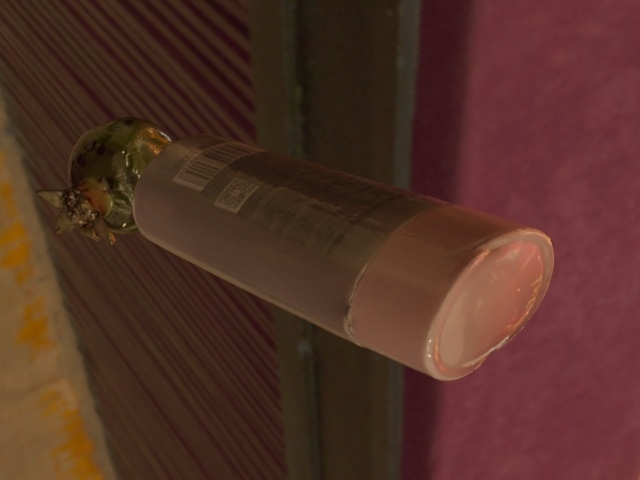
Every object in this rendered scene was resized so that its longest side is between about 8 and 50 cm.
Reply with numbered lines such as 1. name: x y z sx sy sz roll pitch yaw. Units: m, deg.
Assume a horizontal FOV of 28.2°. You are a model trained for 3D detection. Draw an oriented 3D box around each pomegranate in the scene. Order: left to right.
1. pomegranate: -0.237 -0.061 1.492 0.169 0.148 0.148 -53 151 -31

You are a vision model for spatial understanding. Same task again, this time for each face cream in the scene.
1. face cream: 0.000 0.000 0.743 0.107 0.269 0.073 -40 128 -28
